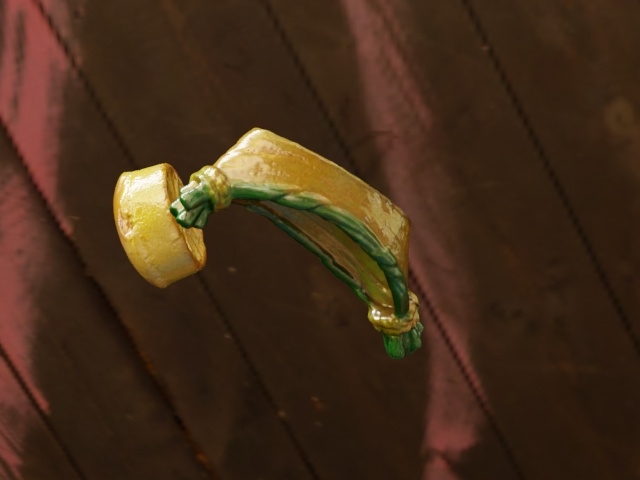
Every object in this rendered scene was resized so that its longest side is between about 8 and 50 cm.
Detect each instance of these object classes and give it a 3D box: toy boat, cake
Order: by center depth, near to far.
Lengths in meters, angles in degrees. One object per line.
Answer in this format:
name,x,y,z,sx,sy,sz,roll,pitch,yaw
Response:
toy boat,0.000,0.000,1.170,0.229,0.089,0.088,32,-102,-34
cake,-0.110,-0.010,1.183,0.044,0.084,0.084,-19,-76,10
